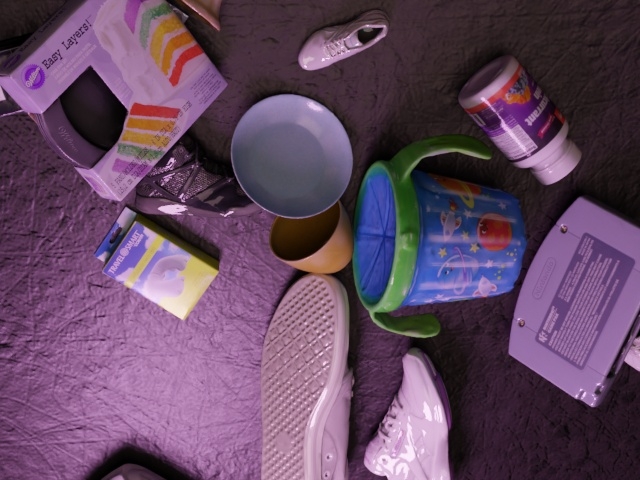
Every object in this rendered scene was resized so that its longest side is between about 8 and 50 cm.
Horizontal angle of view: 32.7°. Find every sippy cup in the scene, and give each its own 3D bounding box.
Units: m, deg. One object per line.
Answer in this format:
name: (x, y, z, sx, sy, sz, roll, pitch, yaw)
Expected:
sippy cup: (0.186, -0.001, 1.683, 0.224, 0.305, 0.240, 4, 67, -15)

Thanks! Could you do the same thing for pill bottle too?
pill bottle: (0.310, -0.180, 1.669, 0.108, 0.108, 0.193, -40, 108, 12)

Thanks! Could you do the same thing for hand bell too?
hand bell: (-0.127, -0.437, 1.570, 0.126, 0.126, 0.242, 35, 93, -14)

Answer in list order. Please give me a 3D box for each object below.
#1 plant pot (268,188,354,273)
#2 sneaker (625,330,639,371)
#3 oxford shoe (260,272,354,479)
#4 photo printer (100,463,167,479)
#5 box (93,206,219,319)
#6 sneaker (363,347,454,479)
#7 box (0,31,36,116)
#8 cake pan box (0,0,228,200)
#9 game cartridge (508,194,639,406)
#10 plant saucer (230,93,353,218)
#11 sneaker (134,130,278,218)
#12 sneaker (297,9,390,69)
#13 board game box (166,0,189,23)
plant pot: (0.000, 0.000, 1.723, 0.134, 0.134, 0.095, -36, 132, 10)
sneaker: (0.519, 0.156, 1.800, 0.090, 0.115, 0.232, -39, 107, 12)
oxford shoe: (-0.009, 0.266, 1.821, 0.130, 0.169, 0.449, -8, 108, -44)
photo printer: (-0.300, 0.547, 1.916, 0.307, 0.107, 0.256, 33, 106, -13)
box: (-0.265, 0.037, 1.760, 0.178, 0.042, 0.109, 32, 106, -14)
sneaker: (0.146, 0.329, 1.849, 0.152, 0.114, 0.305, -6, 111, -2)
box: (-0.474, -0.234, 1.585, 0.156, 0.158, 0.093, -14, 110, 3)
cake pan box: (-0.294, -0.225, 1.552, 0.267, 0.070, 0.246, -49, 122, -21)
game cartridge: (0.421, 0.089, 1.741, 0.062, 0.198, 0.297, 0, 118, -46)
plant saucer: (-0.047, -0.127, 1.680, 0.195, 0.037, 0.195, 3, 79, -18)
sneaker: (-0.175, -0.106, 1.686, 0.227, 0.087, 0.130, 3, 117, 2)
sneaker: (0.034, -0.300, 1.637, 0.152, 0.061, 0.054, -26, 111, 9)
board game box: (-0.258, -0.326, 1.634, 0.090, 0.020, 0.090, 33, 105, -14)
